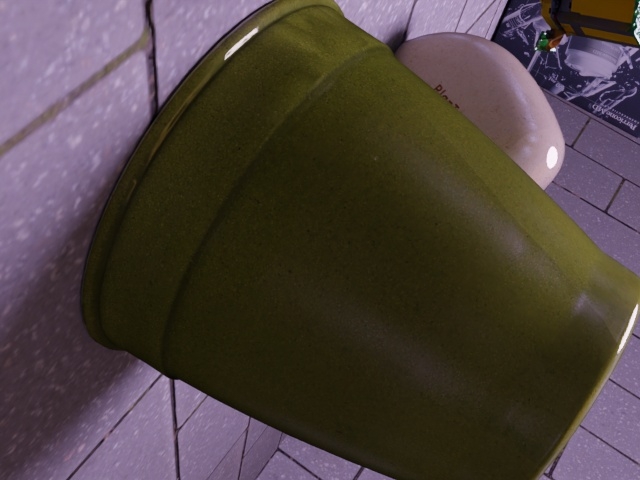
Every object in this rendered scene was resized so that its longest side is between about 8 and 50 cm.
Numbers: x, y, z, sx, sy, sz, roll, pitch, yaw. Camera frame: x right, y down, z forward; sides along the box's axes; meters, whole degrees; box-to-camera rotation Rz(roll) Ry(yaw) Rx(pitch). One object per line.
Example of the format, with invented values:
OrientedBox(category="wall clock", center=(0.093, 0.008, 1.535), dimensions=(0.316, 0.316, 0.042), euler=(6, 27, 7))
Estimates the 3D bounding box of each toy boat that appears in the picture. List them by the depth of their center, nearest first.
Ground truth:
OrientedBox(category="toy boat", center=(0.121, -0.100, 0.922), dimensions=(0.318, 0.267, 0.148), euler=(-34, 149, 17))

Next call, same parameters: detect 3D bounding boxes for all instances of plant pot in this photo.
OrientedBox(category="plant pot", center=(0.059, 0.037, 0.655), dimensions=(0.366, 0.353, 0.366), euler=(-53, 168, -17))

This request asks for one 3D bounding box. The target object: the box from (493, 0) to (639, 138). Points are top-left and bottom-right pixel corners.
OrientedBox(category="box", center=(0.536, -0.415, 1.396), dimensions=(0.179, 0.343, 0.312), euler=(-51, 167, -31))

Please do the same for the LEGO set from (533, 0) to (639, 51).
OrientedBox(category="LEGO set", center=(0.141, -0.295, 0.457), dimensions=(0.255, 0.192, 0.331), euler=(6, 106, -51))
